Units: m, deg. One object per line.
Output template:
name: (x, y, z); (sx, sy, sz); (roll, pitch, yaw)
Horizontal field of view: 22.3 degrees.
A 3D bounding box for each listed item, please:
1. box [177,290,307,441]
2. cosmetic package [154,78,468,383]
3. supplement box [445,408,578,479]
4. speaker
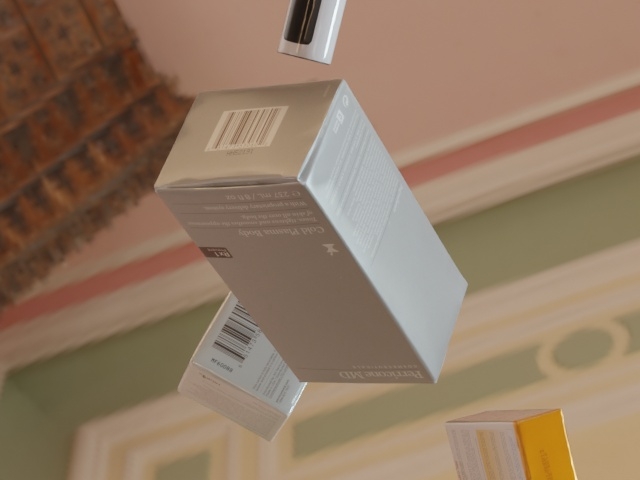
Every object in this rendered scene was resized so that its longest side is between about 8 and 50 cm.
box: (-0.057, 0.105, 1.439); (0.101, 0.102, 0.087); (-61, -179, -26)
cosmetic package: (0.000, 0.000, 1.161); (0.127, 0.238, 0.107); (-4, -133, 32)
supplement box: (0.124, 0.143, 1.052); (0.036, 0.062, 0.098); (-14, 180, -24)
speaker: (0.000, -0.241, 1.565); (0.055, 0.136, 0.055); (14, -174, -2)
